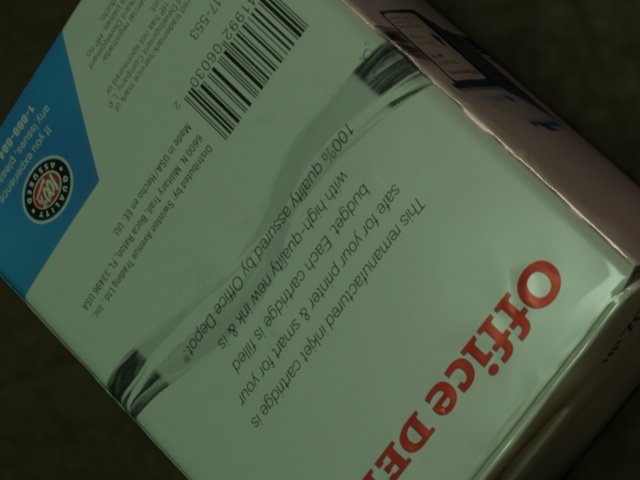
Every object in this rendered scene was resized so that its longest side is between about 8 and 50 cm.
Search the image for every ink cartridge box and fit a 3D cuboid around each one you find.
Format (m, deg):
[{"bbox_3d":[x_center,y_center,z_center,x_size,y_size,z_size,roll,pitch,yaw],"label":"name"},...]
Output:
[{"bbox_3d":[0.000,0.000,0.575,0.190,0.082,0.140,44,110,22],"label":"ink cartridge box"}]
